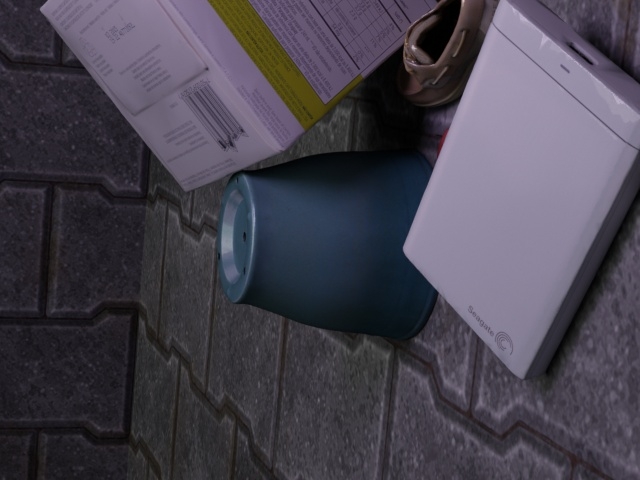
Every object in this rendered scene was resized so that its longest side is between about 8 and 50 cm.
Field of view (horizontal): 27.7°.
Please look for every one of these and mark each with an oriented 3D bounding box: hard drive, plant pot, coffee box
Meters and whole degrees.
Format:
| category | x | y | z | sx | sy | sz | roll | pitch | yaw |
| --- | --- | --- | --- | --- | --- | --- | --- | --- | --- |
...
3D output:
| category | x | y | z | sx | sy | sz | roll | pitch | yaw |
| --- | --- | --- | --- | --- | --- | --- | --- | --- | --- |
| hard drive | 0.218 | -0.053 | 1.390 | 0.233 | 0.047 | 0.353 | 49 | 137 | 34 |
| plant pot | 0.000 | 0.000 | 1.785 | 0.271 | 0.255 | 0.272 | -178 | 90 | -70 |
| coffee box | -0.113 | -0.317 | 1.763 | 0.338 | 0.334 | 0.337 | 52 | 154 | -13 |

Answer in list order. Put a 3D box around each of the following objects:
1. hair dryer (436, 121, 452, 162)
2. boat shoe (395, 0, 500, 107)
| category | x | y | z | sx | sy | sz | roll | pitch | yaw |
| --- | --- | --- | --- | --- | --- | --- | --- | --- | --- |
| hair dryer | 0.200 | -0.067 | 1.491 | 0.294 | 0.080 | 0.224 | 111 | 153 | -42 |
| boat shoe | 0.151 | -0.247 | 1.620 | 0.302 | 0.098 | 0.109 | 151 | 119 | -67 |
